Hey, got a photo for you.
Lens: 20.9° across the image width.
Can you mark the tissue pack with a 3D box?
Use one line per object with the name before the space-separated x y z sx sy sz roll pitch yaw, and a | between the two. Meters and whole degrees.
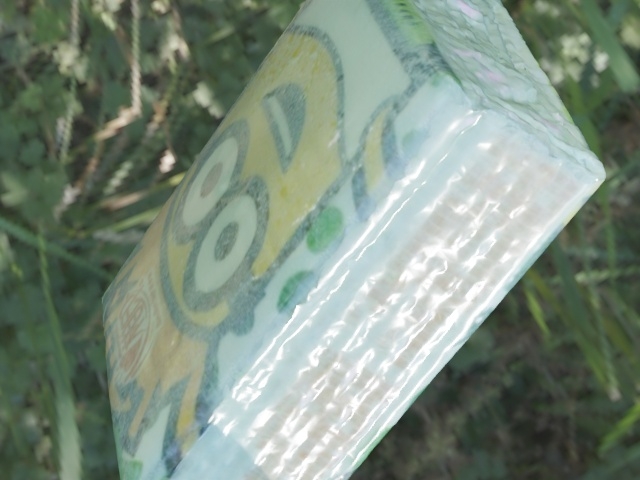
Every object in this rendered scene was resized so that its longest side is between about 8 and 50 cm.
tissue pack | 0.000 0.000 0.997 0.128 0.228 0.311 28 112 -23
